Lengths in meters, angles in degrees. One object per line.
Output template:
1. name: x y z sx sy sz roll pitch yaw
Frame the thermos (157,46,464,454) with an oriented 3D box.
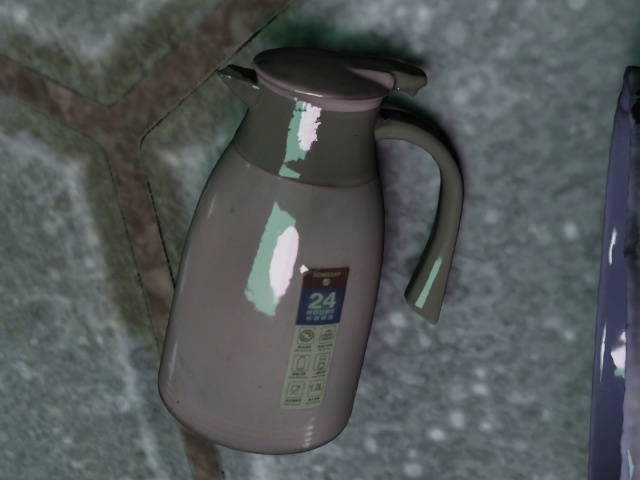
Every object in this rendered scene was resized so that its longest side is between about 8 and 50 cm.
1. thermos: 0.000 0.000 0.586 0.137 0.105 0.193 9 115 -8

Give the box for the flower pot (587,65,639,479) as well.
1. flower pot: 0.221 0.067 0.425 0.243 0.265 0.265 1 116 14
